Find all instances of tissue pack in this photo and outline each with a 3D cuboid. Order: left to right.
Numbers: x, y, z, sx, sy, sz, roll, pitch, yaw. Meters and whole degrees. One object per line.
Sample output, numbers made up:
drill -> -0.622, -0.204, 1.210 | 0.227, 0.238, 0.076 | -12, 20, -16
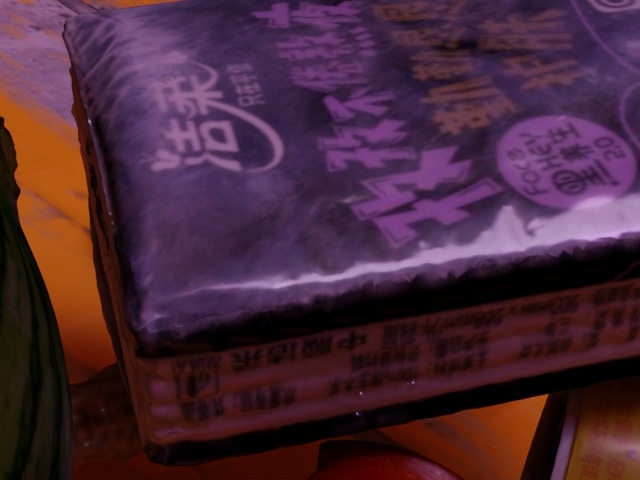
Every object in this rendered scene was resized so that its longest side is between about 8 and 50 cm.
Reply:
tissue pack -> 0.066, -0.039, 0.758 | 0.361, 0.122, 0.259 | -11, 39, -10

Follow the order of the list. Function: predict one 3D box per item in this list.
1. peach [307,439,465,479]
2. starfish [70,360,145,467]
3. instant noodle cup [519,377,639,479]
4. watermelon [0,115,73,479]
peach -> 0.038, 0.158, 0.704 | 0.151, 0.151, 0.118 | 31, 69, 14
starfish -> 0.000, 0.000, 0.880 | 0.432, 0.082, 0.324 | -12, 28, -9
instant noodle cup -> 0.218, 0.156, 0.777 | 0.236, 0.215, 0.215 | 17, 23, 5
watermelon -> -0.171, 0.037, 0.467 | 0.330, 0.189, 0.331 | 58, 9, -14
